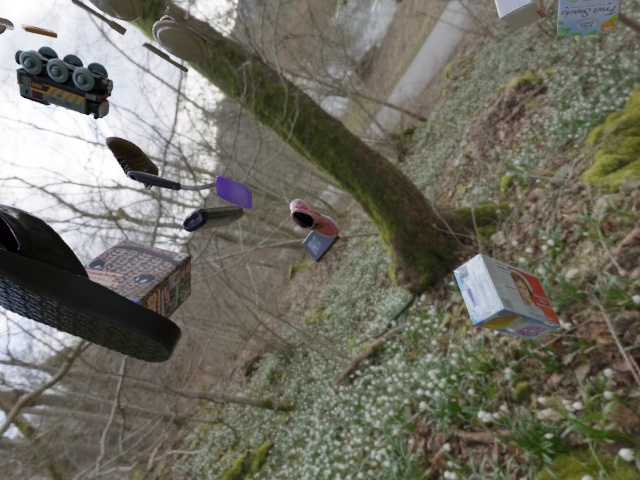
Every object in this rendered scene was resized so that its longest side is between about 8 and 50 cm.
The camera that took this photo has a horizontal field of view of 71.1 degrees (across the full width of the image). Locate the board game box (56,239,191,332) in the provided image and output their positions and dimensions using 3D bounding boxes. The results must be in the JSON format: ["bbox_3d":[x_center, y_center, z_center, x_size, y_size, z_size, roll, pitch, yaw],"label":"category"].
[{"bbox_3d":[-0.528,0.138,1.231,0.291,0.231,0.141,-62,-18,-63],"label":"board game box"}]

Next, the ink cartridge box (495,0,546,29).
[{"bbox_3d":[0.527,-0.711,1.220,0.092,0.158,0.218,-13,90,39],"label":"ink cartridge box"}]

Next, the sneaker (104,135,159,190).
[{"bbox_3d":[-0.501,-0.203,1.198,0.188,0.066,0.071,48,-137,-59],"label":"sneaker"}]

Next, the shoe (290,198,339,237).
[{"bbox_3d":[-0.016,-0.050,1.327,0.063,0.178,0.081,-47,21,21],"label":"shoe"}]

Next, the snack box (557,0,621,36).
[{"bbox_3d":[0.493,-0.449,0.818,0.037,0.100,0.141,-62,-35,-26],"label":"snack box"}]

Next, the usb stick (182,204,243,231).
[{"bbox_3d":[-0.279,-0.061,1.194,0.045,0.077,0.278,60,-168,-1],"label":"usb stick"}]

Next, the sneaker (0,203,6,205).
[{"bbox_3d":[-0.724,-0.009,1.022,0.094,0.235,0.153,-41,6,-10],"label":"sneaker"}]

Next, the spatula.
[{"bbox_3d":[-0.306,-0.129,1.055,0.084,0.296,0.030,105,172,-54],"label":"spatula"}]

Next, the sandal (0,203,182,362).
[{"bbox_3d":[-0.408,0.045,0.656,0.167,0.445,0.107,-33,32,45],"label":"sandal"}]

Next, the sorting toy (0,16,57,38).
[{"bbox_3d":[-0.732,-0.440,0.904,0.196,0.347,0.047,45,126,52],"label":"sorting toy"}]

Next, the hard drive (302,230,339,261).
[{"bbox_3d":[0.000,0.000,1.592,0.094,0.022,0.135,52,126,18],"label":"hard drive"}]

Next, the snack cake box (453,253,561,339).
[{"bbox_3d":[0.468,0.145,1.118,0.089,0.264,0.152,-43,43,37],"label":"snack cake box"}]

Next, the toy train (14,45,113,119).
[{"bbox_3d":[-0.905,-0.555,1.589,0.142,0.333,0.190,-83,11,-57],"label":"toy train"}]

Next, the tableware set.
[{"bbox_3d":[-0.252,-0.335,0.661,0.128,0.194,0.039,-7,64,52],"label":"tableware set"}]
